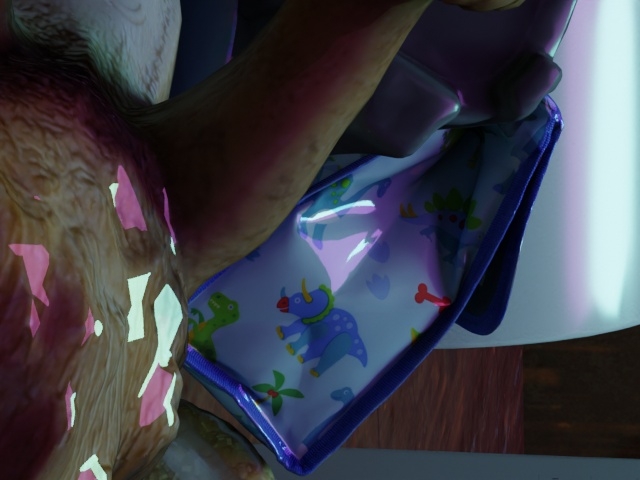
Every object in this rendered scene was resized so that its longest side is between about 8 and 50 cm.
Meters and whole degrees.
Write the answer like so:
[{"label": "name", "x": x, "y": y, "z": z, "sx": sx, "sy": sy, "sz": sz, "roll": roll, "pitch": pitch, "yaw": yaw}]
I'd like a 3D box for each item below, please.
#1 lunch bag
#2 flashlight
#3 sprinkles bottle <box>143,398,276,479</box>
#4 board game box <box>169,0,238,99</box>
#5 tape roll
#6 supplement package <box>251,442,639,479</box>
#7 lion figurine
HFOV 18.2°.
[{"label": "lunch bag", "x": 0.006, "y": -0.007, "z": 0.710, "sx": 0.096, "sy": 0.151, "sz": 0.129, "roll": 46, "pitch": -5, "yaw": -22}, {"label": "flashlight", "x": -0.011, "y": -0.085, "z": 0.623, "sx": 0.304, "sy": 0.103, "sz": 0.103, "roll": 7, "pitch": -65, "yaw": 69}, {"label": "sprinkles bottle", "x": -0.043, "y": 0.189, "z": 0.801, "sx": 0.355, "sy": 0.121, "sz": 0.121, "roll": 72, "pitch": 21, "yaw": -58}, {"label": "board game box", "x": -0.072, "y": -0.010, "z": 0.534, "sx": 0.033, "sy": 0.168, "sz": 0.133, "roll": 35, "pitch": 73, "yaw": -33}, {"label": "tape roll", "x": 0.043, "y": -0.057, "z": 0.901, "sx": 0.246, "sy": 0.246, "sz": 0.169, "roll": -42, "pitch": 131, "yaw": -75}, {"label": "supplement package", "x": 0.084, "y": 0.229, "z": 1.086, "sx": 0.198, "sy": 0.262, "sz": 0.199, "roll": 61, "pitch": 32, "yaw": -70}, {"label": "lion figurine", "x": -0.080, "y": -0.054, "z": 0.458, "sx": 0.240, "sy": 0.142, "sz": 0.392, "roll": -46, "pitch": -160, "yaw": 27}]
